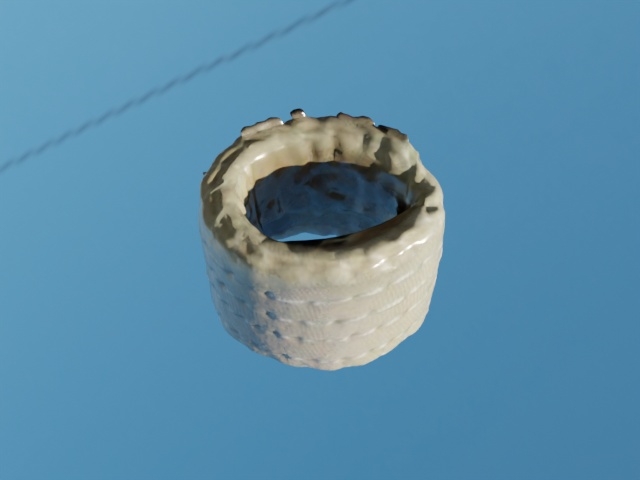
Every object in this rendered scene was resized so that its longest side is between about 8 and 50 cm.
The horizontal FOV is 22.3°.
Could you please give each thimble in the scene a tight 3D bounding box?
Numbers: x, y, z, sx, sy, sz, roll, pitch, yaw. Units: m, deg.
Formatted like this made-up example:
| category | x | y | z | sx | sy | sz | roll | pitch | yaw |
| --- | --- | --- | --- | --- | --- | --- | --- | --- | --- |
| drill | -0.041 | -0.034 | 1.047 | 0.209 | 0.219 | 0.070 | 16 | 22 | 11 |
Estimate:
| category | x | y | z | sx | sy | sz | roll | pitch | yaw |
| --- | --- | --- | --- | --- | --- | --- | --- | --- | --- |
| thimble | 0.000 | 0.000 | 0.793 | 0.115 | 0.090 | 0.102 | -14 | -125 | -9 |
